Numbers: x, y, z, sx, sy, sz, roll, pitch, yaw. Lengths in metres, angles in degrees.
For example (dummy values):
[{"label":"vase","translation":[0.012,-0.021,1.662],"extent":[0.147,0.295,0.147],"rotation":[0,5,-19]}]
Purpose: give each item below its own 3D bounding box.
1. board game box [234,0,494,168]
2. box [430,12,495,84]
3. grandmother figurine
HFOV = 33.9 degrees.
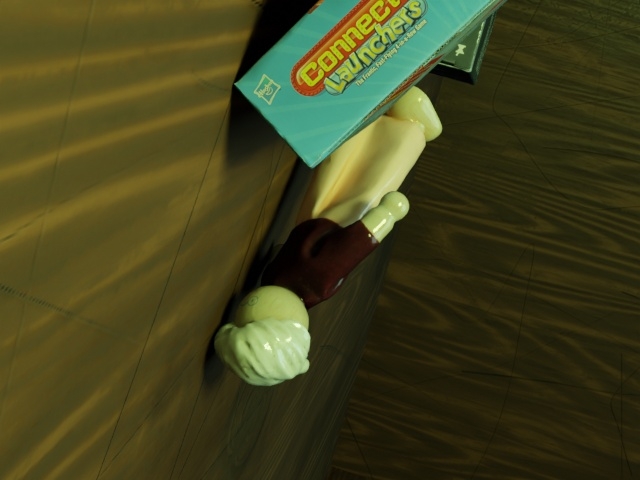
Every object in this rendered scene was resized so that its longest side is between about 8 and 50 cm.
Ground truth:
[{"label":"board game box","translation":[0.100,-0.210,0.863],"extent":[0.302,0.086,0.308],"rotation":[-42,-178,17]},{"label":"box","translation":[0.114,-0.249,1.169],"extent":[0.207,0.153,0.108],"rotation":[-28,135,-80]},{"label":"grandmother figurine","translation":[0.000,0.000,1.041],"extent":[0.342,0.104,0.208],"rotation":[-60,-170,-33]}]
